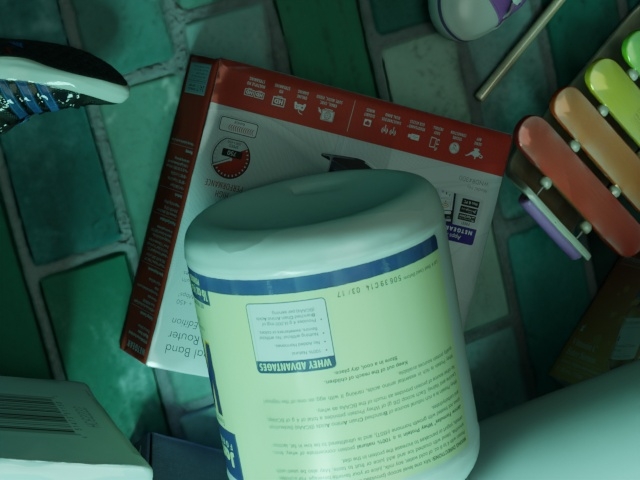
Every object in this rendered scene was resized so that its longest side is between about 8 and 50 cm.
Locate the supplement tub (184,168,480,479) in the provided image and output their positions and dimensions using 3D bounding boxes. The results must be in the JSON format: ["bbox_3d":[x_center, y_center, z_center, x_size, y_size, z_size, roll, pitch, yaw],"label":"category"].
[{"bbox_3d":[0.017,0.117,1.606,0.235,0.235,0.325,-16,106,-22],"label":"supplement tub"}]

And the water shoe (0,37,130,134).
[{"bbox_3d":[-0.278,-0.138,1.620,0.203,0.073,0.080,8,117,-22],"label":"water shoe"}]

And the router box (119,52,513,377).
[{"bbox_3d":[0.000,0.000,1.756,0.335,0.082,0.301,12,93,-27],"label":"router box"}]

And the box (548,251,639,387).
[{"bbox_3d":[0.351,0.109,1.915,0.091,0.130,0.170,35,82,-25],"label":"box"}]

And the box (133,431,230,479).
[{"bbox_3d":[-0.080,0.301,1.727,0.233,0.059,0.183,19,48,-27],"label":"box"}]

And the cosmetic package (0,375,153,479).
[{"bbox_3d":[-0.289,0.367,1.571,0.161,0.230,0.453,7,103,-24],"label":"cosmetic package"}]

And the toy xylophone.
[{"bbox_3d":[0.302,-0.146,1.876,0.236,0.081,0.322,36,82,-25],"label":"toy xylophone"}]

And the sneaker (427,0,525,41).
[{"bbox_3d":[0.233,-0.308,1.773,0.282,0.161,0.102,-48,116,-9],"label":"sneaker"}]

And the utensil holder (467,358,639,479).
[{"bbox_3d":[0.300,0.282,1.725,0.327,0.385,0.327,28,51,-40],"label":"utensil holder"}]
